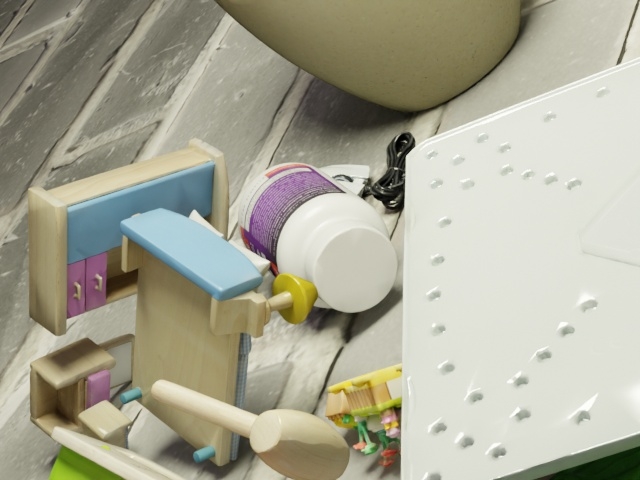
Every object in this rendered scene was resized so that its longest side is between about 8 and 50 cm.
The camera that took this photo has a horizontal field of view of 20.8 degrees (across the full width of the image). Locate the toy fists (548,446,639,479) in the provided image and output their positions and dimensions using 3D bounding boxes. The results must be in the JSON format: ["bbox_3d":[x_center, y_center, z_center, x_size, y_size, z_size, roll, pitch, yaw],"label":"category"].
[{"bbox_3d":[0.201,0.212,0.995,0.142,0.096,0.279,-39,25,17],"label":"toy fists"}]

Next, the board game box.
[{"bbox_3d":[0.240,-0.005,1.128,0.390,0.050,0.390,-20,32,17],"label":"board game box"}]

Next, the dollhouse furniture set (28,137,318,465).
[{"bbox_3d":[-0.101,0.087,1.591,0.198,0.286,0.303,-20,37,-38],"label":"dollhouse furniture set"}]

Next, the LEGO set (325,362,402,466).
[{"bbox_3d":[0.095,0.136,1.303,0.287,0.107,0.132,-23,-6,40],"label":"LEGO set"}]

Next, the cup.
[{"bbox_3d":[0.077,-0.274,1.813,0.331,0.237,0.331,-31,25,16],"label":"cup"}]

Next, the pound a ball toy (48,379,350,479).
[{"bbox_3d":[-0.095,0.211,1.315,0.319,0.136,0.208,12,78,57],"label":"pound a ball toy"}]

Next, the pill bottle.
[{"bbox_3d":[0.000,0.000,1.605,0.108,0.108,0.193,-41,24,-5],"label":"pill bottle"}]

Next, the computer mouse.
[{"bbox_3d":[0.014,-0.053,1.754,0.193,0.042,0.106,-18,33,37],"label":"computer mouse"}]
